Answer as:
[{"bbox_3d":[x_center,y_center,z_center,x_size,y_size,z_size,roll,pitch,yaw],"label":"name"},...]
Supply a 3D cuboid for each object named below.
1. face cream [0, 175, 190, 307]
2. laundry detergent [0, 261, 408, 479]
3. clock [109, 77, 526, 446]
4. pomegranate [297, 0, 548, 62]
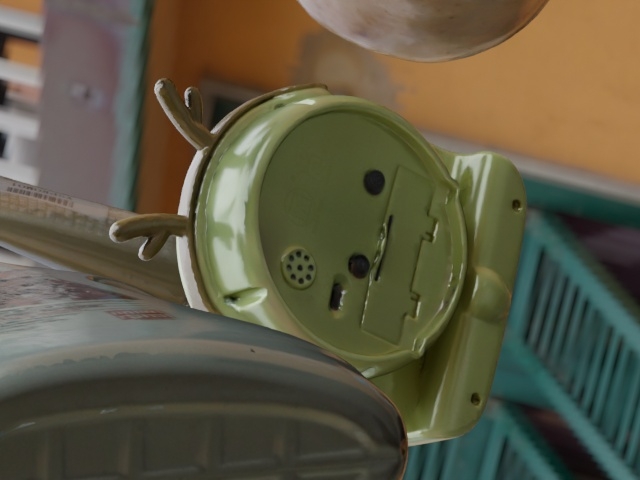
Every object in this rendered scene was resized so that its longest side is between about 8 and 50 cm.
[{"bbox_3d":[-0.227,-0.006,1.801,0.084,0.341,0.137,-64,20,16],"label":"face cream"},{"bbox_3d":[-0.152,0.078,1.043,0.398,0.264,0.124,17,109,62],"label":"laundry detergent"},{"bbox_3d":[0.000,0.000,1.407,0.096,0.308,0.235,-16,55,54],"label":"clock"},{"bbox_3d":[0.120,-0.358,1.850,0.411,0.412,0.411,15,-90,-79],"label":"pomegranate"}]
